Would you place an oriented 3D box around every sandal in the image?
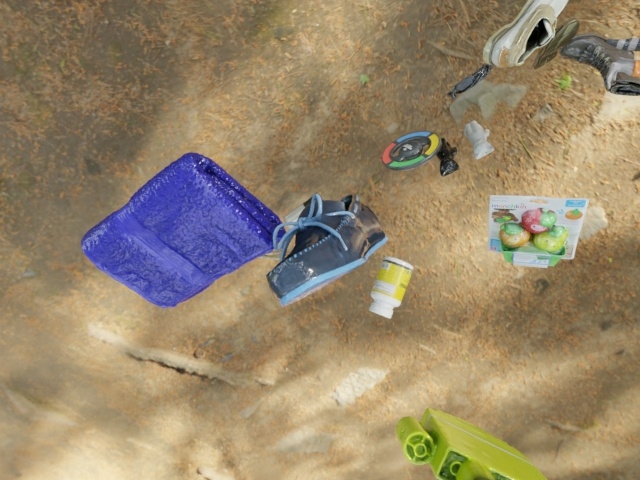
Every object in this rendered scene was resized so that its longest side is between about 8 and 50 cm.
[{"bbox_3d":[0.691,-0.592,1.364,0.090,0.219,0.060,-27,81,3],"label":"sandal"}]

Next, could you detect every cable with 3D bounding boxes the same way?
[{"bbox_3d":[0.549,-0.578,1.659,0.184,0.150,0.047,-38,91,16],"label":"cable"}]

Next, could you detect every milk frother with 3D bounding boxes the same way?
[{"bbox_3d":[-0.020,-0.049,1.419,0.134,0.143,0.129,-36,137,8],"label":"milk frother"}]

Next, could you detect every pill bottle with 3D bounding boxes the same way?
[{"bbox_3d":[0.141,0.096,0.929,0.065,0.065,0.116,22,84,0],"label":"pill bottle"}]

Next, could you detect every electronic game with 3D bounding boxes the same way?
[{"bbox_3d":[0.337,-0.336,1.700,0.229,0.229,0.048,-15,129,20],"label":"electronic game"}]

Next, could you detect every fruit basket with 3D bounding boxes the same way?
[{"bbox_3d":[0.815,-0.038,1.744,0.327,0.165,0.353,5,149,21],"label":"fruit basket"}]

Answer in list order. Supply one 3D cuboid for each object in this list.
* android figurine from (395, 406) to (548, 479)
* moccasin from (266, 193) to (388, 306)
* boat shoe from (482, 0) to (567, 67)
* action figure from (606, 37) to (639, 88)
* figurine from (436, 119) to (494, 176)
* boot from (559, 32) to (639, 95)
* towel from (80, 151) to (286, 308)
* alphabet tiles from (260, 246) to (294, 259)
[{"bbox_3d":[0.222,0.310,0.625,0.248,0.273,0.056,25,87,3],"label":"android figurine"},{"bbox_3d":[0.000,0.000,0.677,0.137,0.342,0.117,-29,90,20],"label":"moccasin"},{"bbox_3d":[0.577,-0.568,1.223,0.302,0.103,0.113,-45,142,-6],"label":"boat shoe"},{"bbox_3d":[0.930,-0.486,1.170,0.330,0.341,0.179,-4,96,39],"label":"action figure"},{"bbox_3d":[0.531,-0.334,1.690,0.215,0.209,0.092,-28,118,25],"label":"figurine"},{"bbox_3d":[0.917,-0.558,1.463,0.263,0.229,0.091,10,144,6],"label":"boot"},{"bbox_3d":[-0.239,0.004,0.785,0.308,0.076,0.227,-31,128,26],"label":"towel"},{"bbox_3d":[-0.095,0.041,1.566,0.198,0.237,0.009,2,99,43],"label":"alphabet tiles"}]
